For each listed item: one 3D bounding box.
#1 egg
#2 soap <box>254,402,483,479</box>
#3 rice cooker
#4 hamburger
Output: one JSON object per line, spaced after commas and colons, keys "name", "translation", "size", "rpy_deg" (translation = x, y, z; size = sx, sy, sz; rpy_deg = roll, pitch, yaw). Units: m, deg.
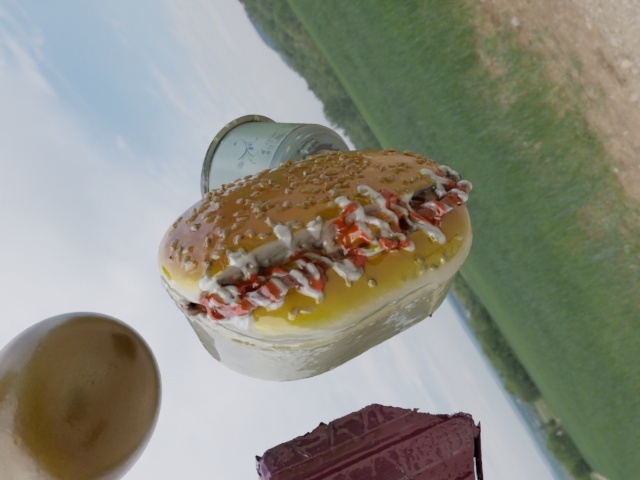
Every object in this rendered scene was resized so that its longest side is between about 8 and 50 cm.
{"name": "egg", "translation": [-0.408, 0.272, 1.042], "size": [0.282, 0.283, 0.351], "rpy_deg": [53, -160, -23]}
{"name": "soap", "translation": [0.080, 0.305, 0.814], "size": [0.182, 0.289, 0.112], "rpy_deg": [58, 163, 34]}
{"name": "rice cooker", "translation": [-0.090, -0.117, 1.310], "size": [0.316, 0.317, 0.264], "rpy_deg": [-111, -3, -56]}
{"name": "hamburger", "translation": [0.000, 0.000, 0.600], "size": [0.227, 0.295, 0.151], "rpy_deg": [38, 146, 44]}
